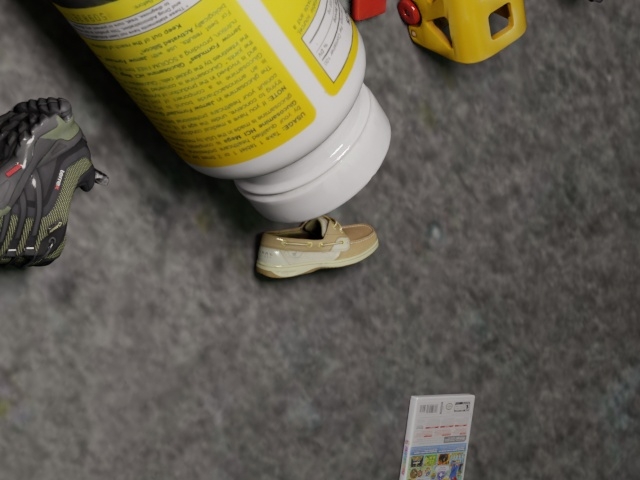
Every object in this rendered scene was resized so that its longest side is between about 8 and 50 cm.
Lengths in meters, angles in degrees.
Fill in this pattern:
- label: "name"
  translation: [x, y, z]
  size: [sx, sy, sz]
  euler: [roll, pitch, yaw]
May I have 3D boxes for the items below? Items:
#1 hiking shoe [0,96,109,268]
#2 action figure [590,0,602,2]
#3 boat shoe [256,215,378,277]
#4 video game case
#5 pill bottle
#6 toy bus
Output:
- label: "hiking shoe"
  translation: [-0.254, -0.008, 1.578]
  size: [0.227, 0.086, 0.114]
  euler: [-48, 124, -25]
- label: "action figure"
  translation: [0.289, -0.384, 1.958]
  size: [0.164, 0.141, 0.276]
  euler: [23, 100, -41]
- label: "boat shoe"
  translation: [0.000, 0.000, 1.837]
  size: [0.135, 0.050, 0.045]
  euler: [-16, 116, -39]
- label: "video game case"
  translation: [0.117, 0.217, 2.020]
  size: [0.087, 0.011, 0.122]
  euler: [2, 98, -43]
- label: "pill bottle"
  translation: [-0.081, -0.172, 1.629]
  size: [0.188, 0.188, 0.334]
  euler: [-53, 129, -20]
- label: "toy bus"
  translation: [0.133, -0.266, 1.841]
  size: [0.202, 0.104, 0.191]
  euler: [14, 103, -47]
